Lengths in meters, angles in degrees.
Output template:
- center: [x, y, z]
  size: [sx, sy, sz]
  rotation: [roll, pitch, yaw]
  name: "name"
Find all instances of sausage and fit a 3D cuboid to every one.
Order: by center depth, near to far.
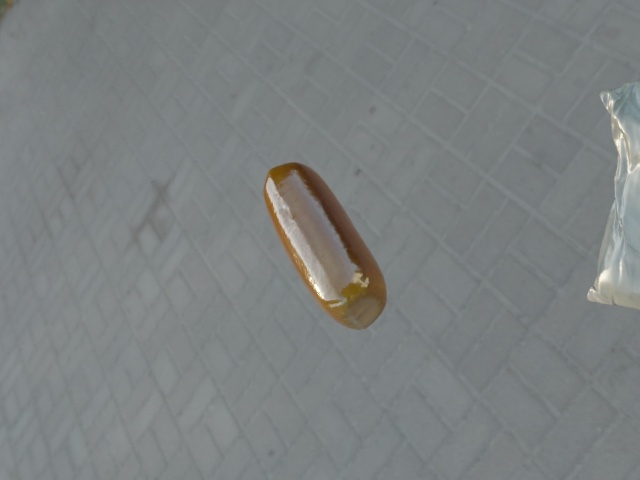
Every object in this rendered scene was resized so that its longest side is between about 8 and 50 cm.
- center: [0.000, 0.000, 1.234]
  size: [0.105, 0.105, 0.274]
  rotation: [-48, 49, 21]
  name: "sausage"

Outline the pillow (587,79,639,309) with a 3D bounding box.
- center: [0.368, -0.048, 0.973]
  size: [0.173, 0.067, 0.270]
  rotation: [11, 110, 39]
  name: "pillow"
